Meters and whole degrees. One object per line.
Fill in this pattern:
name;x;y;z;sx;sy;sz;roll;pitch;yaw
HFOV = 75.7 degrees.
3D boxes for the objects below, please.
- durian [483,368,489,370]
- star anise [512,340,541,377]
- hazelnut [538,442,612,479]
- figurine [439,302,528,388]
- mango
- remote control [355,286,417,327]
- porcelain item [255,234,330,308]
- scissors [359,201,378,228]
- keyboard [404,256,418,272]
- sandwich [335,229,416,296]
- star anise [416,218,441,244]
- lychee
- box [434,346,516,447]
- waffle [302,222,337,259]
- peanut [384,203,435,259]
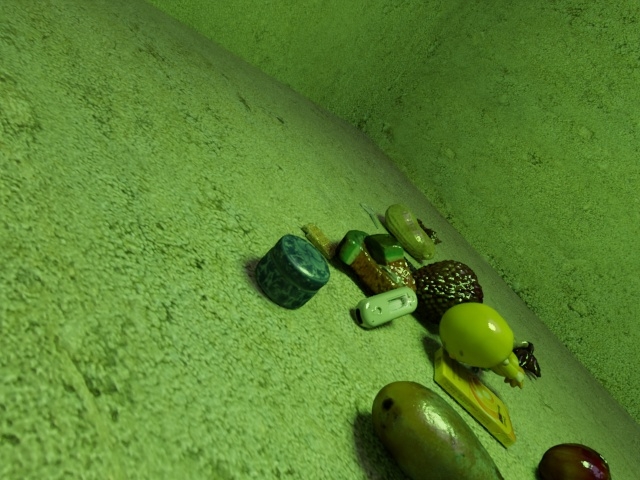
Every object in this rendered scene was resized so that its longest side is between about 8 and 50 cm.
durian;0.593;0.400;1.474;0.100;0.086;0.215;40;20;31
star anise;0.858;0.461;1.764;0.272;0.102;0.272;36;20;-15
hazelnut;0.676;0.633;1.092;0.204;0.178;0.178;22;29;-51
figurine;0.493;0.318;1.238;0.215;0.187;0.344;17;-20;50
mango;0.227;0.394;0.762;0.316;0.146;0.193;45;1;3
remote control;0.186;0.180;1.127;0.222;0.042;0.078;-10;84;-38
porcelain item;-0.059;0.067;0.935;0.147;0.114;0.147;34;25;-18
scissors;0.235;-0.112;1.882;0.100;0.015;0.189;26;29;-32
keyboard;0.369;0.120;1.623;0.195;0.018;0.060;40;20;-40
sandwich;0.194;0.073;1.276;0.301;0.162;0.250;51;18;15
star anise;0.490;-0.048;2.065;0.196;0.111;0.212;24;20;-49
lychee;0.415;0.175;1.388;0.272;0.235;0.235;7;29;-4
box;0.435;0.440;1.177;0.269;0.043;0.152;42;22;1
waffle;0.000;0.000;1.276;0.135;0.021;0.092;46;22;7
peanut;0.406;-0.036;1.869;0.147;0.147;0.305;6;45;-55
